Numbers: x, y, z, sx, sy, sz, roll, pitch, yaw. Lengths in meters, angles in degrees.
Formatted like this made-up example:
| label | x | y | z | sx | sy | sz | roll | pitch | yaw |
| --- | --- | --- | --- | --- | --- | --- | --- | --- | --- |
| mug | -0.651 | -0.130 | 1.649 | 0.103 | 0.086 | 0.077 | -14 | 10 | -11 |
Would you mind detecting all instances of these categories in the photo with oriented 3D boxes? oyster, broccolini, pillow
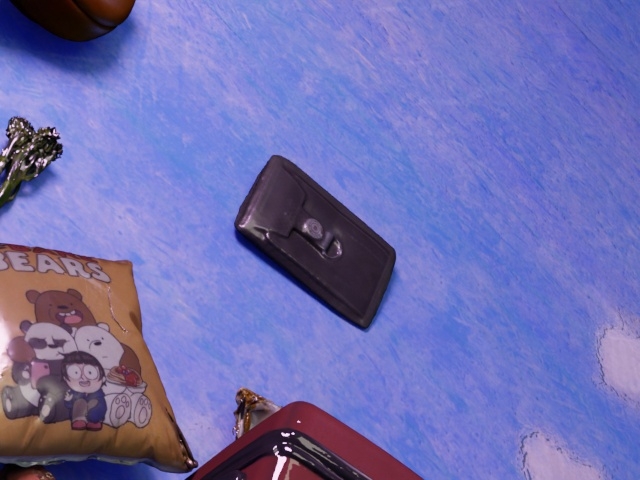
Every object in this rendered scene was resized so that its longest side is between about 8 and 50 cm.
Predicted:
| label | x | y | z | sx | sy | sz | roll | pitch | yaw |
| --- | --- | --- | --- | --- | --- | --- | --- | --- | --- |
| oyster | -0.068 | 0.247 | 1.774 | 0.103 | 0.051 | 0.148 | 1 | 73 | -46 |
| broccolini | -0.383 | -0.068 | 1.772 | 0.074 | 0.058 | 0.201 | 29 | 56 | 0 |
| pillow | -0.303 | 0.119 | 1.604 | 0.310 | 0.119 | 0.312 | 6 | 45 | -35 |

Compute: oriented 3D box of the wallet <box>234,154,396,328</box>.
| label | x | y | z | sx | sy | sz | roll | pitch | yaw |
| --- | --- | --- | --- | --- | --- | --- | --- | --- | --- |
| wallet | 0.000 | 0.000 | 2.055 | 0.245 | 0.052 | 0.169 | 38 | 43 | -15 |

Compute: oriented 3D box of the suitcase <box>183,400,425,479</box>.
| label | x | y | z | sx | sy | sz | roll | pitch | yaw |
| --- | --- | --- | --- | --- | --- | --- | --- | --- | --- |
| suitcase | -0.035 | 0.318 | 1.551 | 0.236 | 0.297 | 0.161 | 36 | 48 | -14 |

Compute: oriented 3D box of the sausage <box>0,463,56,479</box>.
| label | x | y | z | sx | sy | sz | roll | pitch | yaw |
| --- | --- | --- | --- | --- | --- | --- | --- | --- | --- |
| sausage | -0.291 | 0.353 | 1.452 | 0.079 | 0.087 | 0.327 | 35 | 38 | -39 |

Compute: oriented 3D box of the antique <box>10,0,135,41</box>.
| label | x | y | z | sx | sy | sz | roll | pitch | yaw |
| --- | --- | --- | --- | --- | --- | --- | --- | --- | --- |
| antique | -0.341 | -0.372 | 1.946 | 0.224 | 0.129 | 0.278 | 69 | 20 | 2 |
